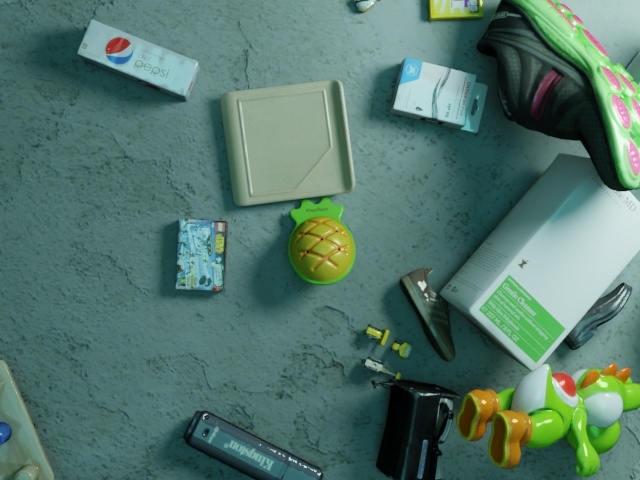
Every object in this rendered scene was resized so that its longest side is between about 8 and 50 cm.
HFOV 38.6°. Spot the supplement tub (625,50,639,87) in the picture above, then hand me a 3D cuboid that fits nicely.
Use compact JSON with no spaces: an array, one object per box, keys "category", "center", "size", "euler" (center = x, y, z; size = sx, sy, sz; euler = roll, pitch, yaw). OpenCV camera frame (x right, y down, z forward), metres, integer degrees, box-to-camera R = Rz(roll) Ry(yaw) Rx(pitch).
[{"category":"supplement tub","center":[0.743,-0.251,1.710],"size":[0.325,0.235,0.235],"euler":[35,88,-2]}]

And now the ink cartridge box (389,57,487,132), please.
[{"category":"ink cartridge box","center":[0.234,-0.279,1.768],"size":[0.180,0.060,0.104],"euler":[13,88,-3]}]

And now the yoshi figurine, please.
[{"category":"yoshi figurine","center":[0.441,0.344,1.696],"size":[0.362,0.203,0.203],"euler":[-6,69,-25]}]

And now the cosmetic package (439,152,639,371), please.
[{"category":"cosmetic package","center":[0.426,0.036,1.715],"size":[0.197,0.155,0.365],"euler":[41,89,-18]}]

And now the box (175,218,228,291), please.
[{"category":"box","center":[-0.227,0.028,1.756],"size":[0.094,0.027,0.136],"euler":[3,90,-2]}]

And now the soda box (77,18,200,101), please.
[{"category":"soda box","center":[-0.342,-0.339,1.732],"size":[0.216,0.069,0.073],"euler":[21,88,-4]}]

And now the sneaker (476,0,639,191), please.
[{"category":"sneaker","center":[0.443,-0.257,1.656],"size":[0.202,0.185,0.482],"euler":[-49,48,31]}]

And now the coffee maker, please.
[{"category":"coffee maker","center":[0.162,0.359,1.733],"size":[0.171,0.120,0.178],"euler":[11,91,-1]}]

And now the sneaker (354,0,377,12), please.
[{"category":"sneaker","center":[0.103,-0.479,1.776],"size":[0.083,0.032,0.037],"euler":[-37,92,-3]}]

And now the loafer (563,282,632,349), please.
[{"category":"loafer","center":[0.534,0.137,1.784],"size":[0.170,0.062,0.061],"euler":[-43,87,-4]}]

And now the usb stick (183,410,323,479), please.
[{"category":"usb stick","center":[-0.127,0.414,1.750],"size":[0.278,0.045,0.077],"euler":[28,89,-2]}]

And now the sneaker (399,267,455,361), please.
[{"category":"sneaker","center":[0.225,0.141,1.763],"size":[0.071,0.066,0.188],"euler":[-29,93,-8]}]

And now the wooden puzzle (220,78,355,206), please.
[{"category":"wooden puzzle","center":[-0.063,-0.187,1.764],"size":[0.239,0.044,0.220],"euler":[-7,90,1]}]

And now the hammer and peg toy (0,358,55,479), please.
[{"category":"hammer and peg toy","center":[-0.626,0.427,1.682],"size":[0.266,0.127,0.361],"euler":[-24,91,-5]}]

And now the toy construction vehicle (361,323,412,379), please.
[{"category":"toy construction vehicle","center":[0.121,0.218,1.776],"size":[0.098,0.035,0.085],"euler":[22,77,-5]}]

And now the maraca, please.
[{"category":"maraca","center":[0.000,0.000,1.739],"size":[0.127,0.099,0.185],"euler":[-5,64,-6]}]

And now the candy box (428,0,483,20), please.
[{"category":"candy box","center":[0.261,-0.534,1.789],"size":[0.105,0.027,0.205],"euler":[-3,90,0]}]
